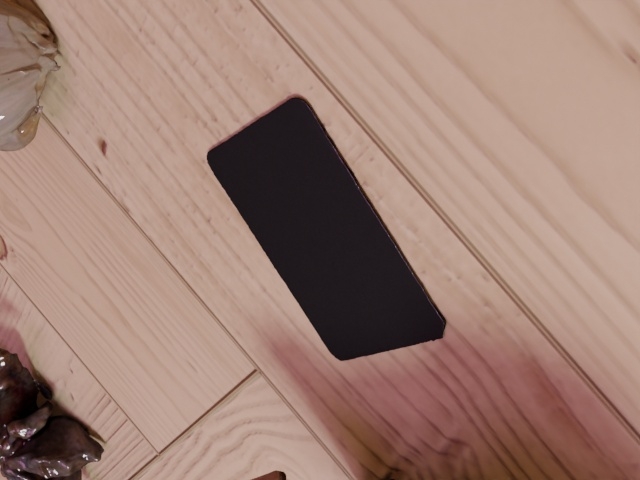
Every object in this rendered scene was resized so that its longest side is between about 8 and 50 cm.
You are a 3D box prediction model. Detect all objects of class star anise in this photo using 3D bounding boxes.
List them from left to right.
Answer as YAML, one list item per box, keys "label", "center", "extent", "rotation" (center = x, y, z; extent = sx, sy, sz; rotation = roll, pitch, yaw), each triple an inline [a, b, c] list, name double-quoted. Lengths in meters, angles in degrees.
- label: "star anise"
  center: [-0.316, 0.192, 0.981]
  extent: [0.209, 0.089, 0.231]
  rotation: [6, 136, 35]

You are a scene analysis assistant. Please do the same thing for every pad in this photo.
- label: "pad"
  center: [0.000, 0.000, 0.557]
  extent: [0.112, 0.003, 0.157]
  rotation: [-22, 103, 53]

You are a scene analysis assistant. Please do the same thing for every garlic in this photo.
- label: "garlic"
  center: [-0.222, -0.109, 0.641]
  extent: [0.094, 0.074, 0.113]
  rotation: [12, 135, 34]

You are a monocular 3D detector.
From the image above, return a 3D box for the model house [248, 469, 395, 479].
- label: "model house"
  center: [0.078, 0.267, 0.500]
  extent: [0.244, 0.169, 0.326]
  rotation: [-33, 50, 43]
